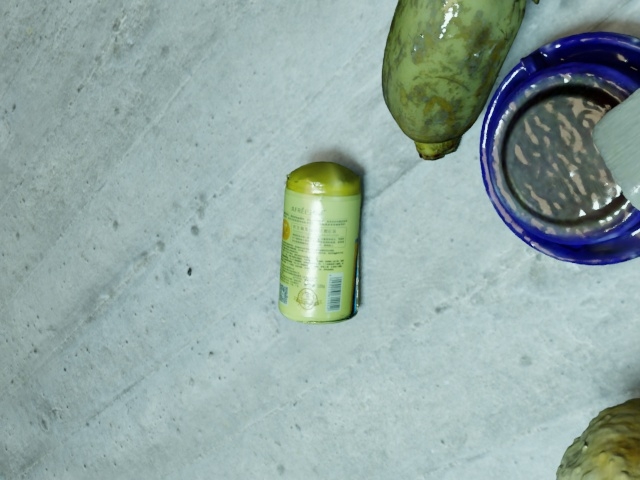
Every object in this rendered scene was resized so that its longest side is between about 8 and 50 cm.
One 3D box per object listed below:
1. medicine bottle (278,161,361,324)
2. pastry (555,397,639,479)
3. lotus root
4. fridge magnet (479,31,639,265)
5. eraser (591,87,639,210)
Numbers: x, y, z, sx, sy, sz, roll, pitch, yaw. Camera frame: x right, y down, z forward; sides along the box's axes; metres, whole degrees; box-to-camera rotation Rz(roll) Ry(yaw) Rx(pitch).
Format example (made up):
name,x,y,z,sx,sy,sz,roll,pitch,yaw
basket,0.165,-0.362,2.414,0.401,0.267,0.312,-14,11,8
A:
name,x,y,z,sx,sy,sz,roll,pitch,yaw
medicine bottle,0.000,0.000,1.098,0.124,0.124,0.238,13,105,39
pastry,0.383,0.290,0.695,0.330,0.330,0.136,44,126,27
lotus root,0.154,-0.225,0.884,0.173,0.173,0.309,42,140,28
fridge magnet,0.298,-0.100,0.824,0.266,0.113,0.265,11,107,39
eraser,0.415,-0.007,0.688,0.352,0.077,0.111,41,128,-8
